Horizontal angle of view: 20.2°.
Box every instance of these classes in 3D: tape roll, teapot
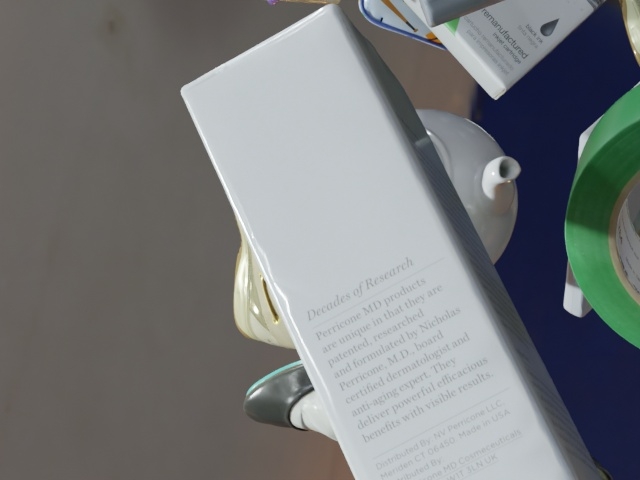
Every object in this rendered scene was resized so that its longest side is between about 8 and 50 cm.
[{"bbox_3d":[0.393,-0.016,1.686,0.077,0.321,0.321,-66,-33,-50],"label":"tape roll"},{"bbox_3d":[0.103,-0.057,2.193,0.256,0.252,0.187,-47,-31,10],"label":"teapot"}]

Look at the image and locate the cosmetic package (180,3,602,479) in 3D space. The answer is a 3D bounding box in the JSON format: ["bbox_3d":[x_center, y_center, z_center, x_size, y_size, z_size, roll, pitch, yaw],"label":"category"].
[{"bbox_3d":[0.067,0.053,1.524,0.453,0.161,0.230,65,-171,20],"label":"cosmetic package"}]

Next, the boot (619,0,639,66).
[{"bbox_3d":[0.398,-0.288,1.917,0.077,0.165,0.213,37,-142,-55],"label":"boot"}]

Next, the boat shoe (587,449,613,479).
[{"bbox_3d":[0.303,0.284,2.056,0.073,0.080,0.224,100,159,-45],"label":"boat shoe"}]

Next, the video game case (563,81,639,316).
[{"bbox_3d":[0.424,-0.099,2.279,0.329,0.036,0.300,-40,-34,-32],"label":"video game case"}]

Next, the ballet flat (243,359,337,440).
[{"bbox_3d":[0.045,0.165,2.027,0.095,0.280,0.096,57,-167,-46],"label":"ballet flat"}]

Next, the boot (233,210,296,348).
[{"bbox_3d":[0.000,0.000,1.834,0.095,0.203,0.262,-9,-71,-41],"label":"boot"}]

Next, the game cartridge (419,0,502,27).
[{"bbox_3d":[0.154,-0.397,1.894,0.062,0.198,0.297,-60,-51,-86],"label":"game cartridge"}]

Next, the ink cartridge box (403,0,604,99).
[{"bbox_3d":[0.270,-0.361,2.355,0.289,0.211,0.121,-43,-1,-3],"label":"ink cartridge box"}]

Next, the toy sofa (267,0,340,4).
[{"bbox_3d":[-0.011,-0.477,2.252,0.150,0.177,0.363,-1,-65,-32],"label":"toy sofa"}]

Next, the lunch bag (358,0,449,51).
[{"bbox_3d":[0.188,-0.428,2.562,0.115,0.243,0.303,-81,13,-64],"label":"lunch bag"}]
